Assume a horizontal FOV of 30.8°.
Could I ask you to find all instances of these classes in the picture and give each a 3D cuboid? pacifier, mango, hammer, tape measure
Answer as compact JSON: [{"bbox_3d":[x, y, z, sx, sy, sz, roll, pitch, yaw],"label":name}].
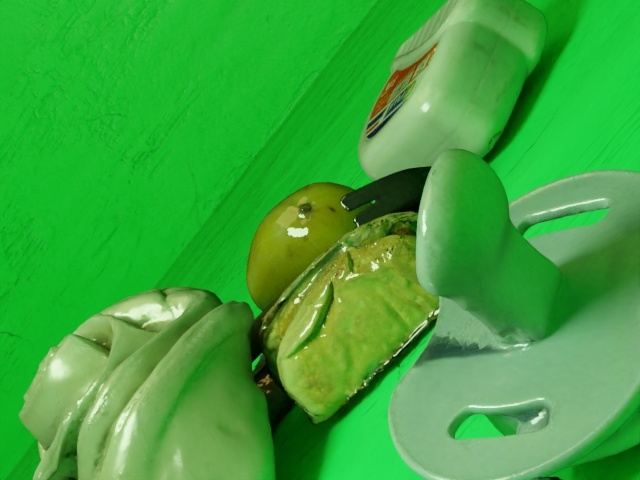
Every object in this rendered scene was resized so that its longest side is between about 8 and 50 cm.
[{"bbox_3d":[0.131,0.020,0.753,0.227,0.207,0.279,-18,35,41],"label":"pacifier"},{"bbox_3d":[-0.016,0.019,1.448,0.251,0.156,0.114,-50,54,53],"label":"mango"},{"bbox_3d":[-0.018,0.065,1.327,0.440,0.044,0.168,-44,-22,30],"label":"hammer"},{"bbox_3d":[0.152,-0.173,1.391,0.265,0.130,0.258,-65,13,-23],"label":"tape measure"}]

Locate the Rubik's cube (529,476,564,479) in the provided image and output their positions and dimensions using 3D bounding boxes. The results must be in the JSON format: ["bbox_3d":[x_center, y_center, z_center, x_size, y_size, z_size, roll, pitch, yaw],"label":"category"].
[{"bbox_3d":[0.089,0.215,0.483,0.151,0.155,0.154,-42,17,52],"label":"Rubik's cube"}]

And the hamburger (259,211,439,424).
[{"bbox_3d":[0.031,0.066,1.179,0.262,0.131,0.124,-46,18,19],"label":"hamburger"}]

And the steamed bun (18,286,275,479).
[{"bbox_3d":[-0.200,0.212,1.223,0.309,0.220,0.324,-51,35,47],"label":"steamed bun"}]

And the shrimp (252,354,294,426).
[{"bbox_3d":[-0.104,0.225,1.427,0.317,0.062,0.164,-51,8,-4],"label":"shrimp"}]
